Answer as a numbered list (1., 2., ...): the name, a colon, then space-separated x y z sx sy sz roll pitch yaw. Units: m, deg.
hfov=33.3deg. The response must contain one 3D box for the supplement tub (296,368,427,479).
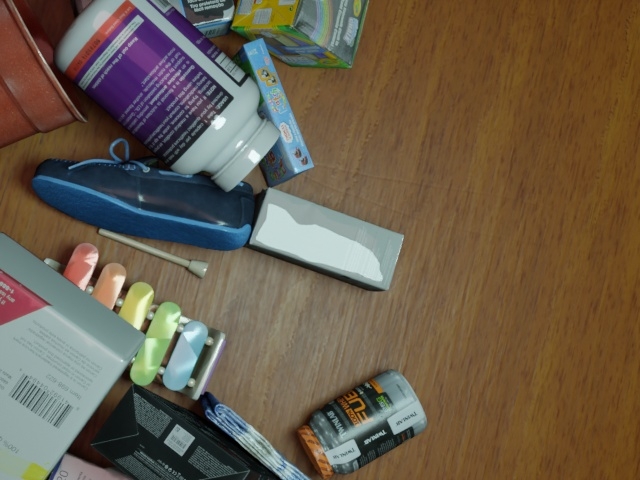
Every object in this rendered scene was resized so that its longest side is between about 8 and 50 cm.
1. supplement tub: 0.065 0.299 1.723 0.190 0.117 0.117 -28 93 -12

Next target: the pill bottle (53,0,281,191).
1. pill bottle: -0.218 -0.222 1.564 0.323 0.181 0.181 42 80 -11

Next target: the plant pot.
1. plant pot: -0.526 -0.234 1.571 0.265 0.272 0.272 -28 93 -4

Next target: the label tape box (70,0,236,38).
1. label tape box: -0.295 -0.473 1.697 0.241 0.106 0.333 -16 90 -12

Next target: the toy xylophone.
1. toy xylophone: -0.303 0.111 1.676 0.323 0.081 0.236 16 84 -10

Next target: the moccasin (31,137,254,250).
1. moccasin: -0.270 -0.073 1.667 0.342 0.137 0.116 15 65 -4

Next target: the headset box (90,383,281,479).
1. headset box: -0.175 0.337 1.578 0.218 0.293 0.110 33 82 20

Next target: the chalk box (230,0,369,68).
1. chalk box: -0.017 -0.357 1.714 0.213 0.132 0.132 25 77 -52

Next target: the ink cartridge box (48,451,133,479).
1. ink cartridge box: -0.315 0.533 1.660 0.330 0.071 0.324 25 82 -6

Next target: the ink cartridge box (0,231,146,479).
1. ink cartridge box: -0.481 0.224 1.540 0.279 0.160 0.384 36 98 -4

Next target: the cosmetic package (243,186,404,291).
1. cosmetic package: 0.000 0.000 1.722 0.238 0.127 0.107 17 85 -8

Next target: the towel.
1. towel: -0.069 0.333 1.647 0.285 0.209 0.034 41 82 -6

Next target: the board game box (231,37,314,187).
1. board game box: -0.086 -0.197 1.695 0.039 0.160 0.211 -23 92 -19
